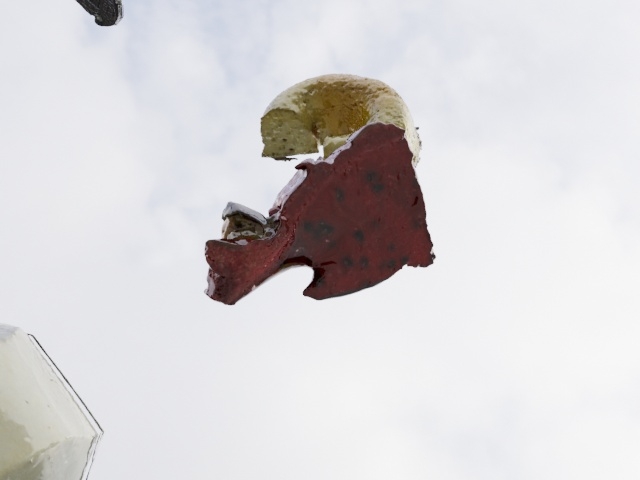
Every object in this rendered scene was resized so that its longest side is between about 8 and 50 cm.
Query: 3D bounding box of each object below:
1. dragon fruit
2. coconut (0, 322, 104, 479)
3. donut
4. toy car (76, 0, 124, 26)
[{"bbox_3d":[-0.008,-0.003,0.608,0.192,0.092,0.122,-31,-77,-16],"label":"dragon fruit"},{"bbox_3d":[-0.438,0.264,0.946,0.323,0.323,0.323,2,-71,7],"label":"coconut"},{"bbox_3d":[0.024,-0.117,0.790,0.146,0.181,0.078,-33,-47,-17],"label":"donut"},{"bbox_3d":[-0.228,-0.249,0.755,0.093,0.025,0.041,41,-48,10],"label":"toy car"}]
